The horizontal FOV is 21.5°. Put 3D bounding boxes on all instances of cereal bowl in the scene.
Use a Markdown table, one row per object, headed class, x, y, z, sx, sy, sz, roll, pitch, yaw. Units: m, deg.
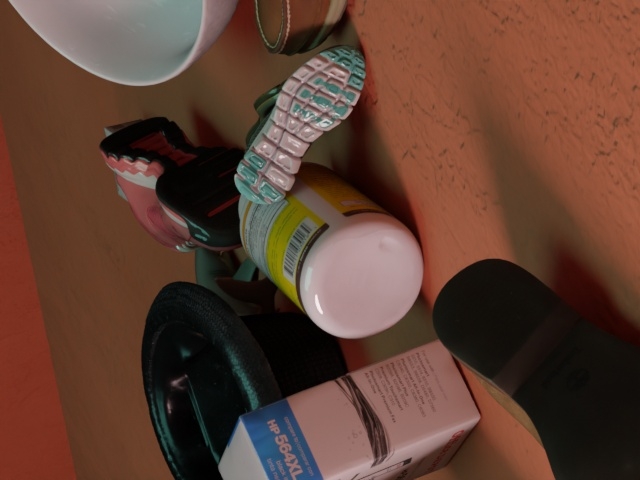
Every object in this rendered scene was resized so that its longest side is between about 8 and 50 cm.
| class | x | y | z | sx | sy | sz | roll | pitch | yaw |
| --- | --- | --- | --- | --- | --- | --- | --- | --- | --- |
| cereal bowl | -0.204 | -0.334 | 1.723 | 0.339 | 0.141 | 0.339 | 28 | 141 | 26 |

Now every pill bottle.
| class | x | y | z | sx | sy | sz | roll | pitch | yaw |
| --- | --- | --- | --- | --- | --- | --- | --- | --- | --- |
| pill bottle | 0.000 | 0.000 | 1.542 | 0.215 | 0.117 | 0.117 | -139 | 36 | -59 |

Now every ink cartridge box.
| class | x | y | z | sx | sy | sz | roll | pitch | yaw |
| --- | --- | --- | --- | --- | --- | --- | --- | --- | --- |
| ink cartridge box | 0.024 | 0.179 | 1.495 | 0.086 | 0.203 | 0.148 | 64 | 161 | 19 |

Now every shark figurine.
| class | x | y | z | sx | sy | sz | roll | pitch | yaw |
| --- | --- | --- | --- | --- | --- | --- | --- | --- | --- |
| shark figurine | -0.111 | 0.086 | 1.963 | 0.278 | 0.116 | 0.166 | -167 | 61 | -72 |

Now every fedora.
| class | x | y | z | sx | sy | sz | roll | pitch | yaw |
| --- | --- | --- | --- | --- | --- | --- | --- | --- | --- |
| fedora | -0.065 | 0.174 | 1.823 | 0.334 | 0.152 | 0.334 | 40 | 139 | 48 |

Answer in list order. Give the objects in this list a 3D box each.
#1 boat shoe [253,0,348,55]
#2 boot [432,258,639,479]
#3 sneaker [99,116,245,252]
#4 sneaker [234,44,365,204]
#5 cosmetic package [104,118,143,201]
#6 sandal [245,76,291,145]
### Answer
| class | x | y | z | sx | sy | sz | roll | pitch | yaw |
| --- | --- | --- | --- | --- | --- | --- | --- | --- | --- |
| boat shoe | -0.042 | -0.285 | 1.408 | 0.324 | 0.119 | 0.123 | 97 | 151 | -51 |
| boot | 0.200 | 0.132 | 1.152 | 0.305 | 0.112 | 0.115 | 49 | 180 | 44 |
| sneaker | -0.143 | -0.040 | 1.945 | 0.314 | 0.116 | 0.136 | 36 | 148 | 54 |
| sneaker | -0.021 | -0.113 | 1.508 | 0.065 | 0.166 | 0.076 | 36 | -161 | -14 |
| cosmetic package | -0.215 | -0.089 | 2.193 | 0.239 | 0.060 | 0.099 | -148 | 47 | -64 |
| sandal | -0.029 | -0.116 | 1.614 | 0.049 | 0.072 | 0.180 | 54 | 160 | 9 |
